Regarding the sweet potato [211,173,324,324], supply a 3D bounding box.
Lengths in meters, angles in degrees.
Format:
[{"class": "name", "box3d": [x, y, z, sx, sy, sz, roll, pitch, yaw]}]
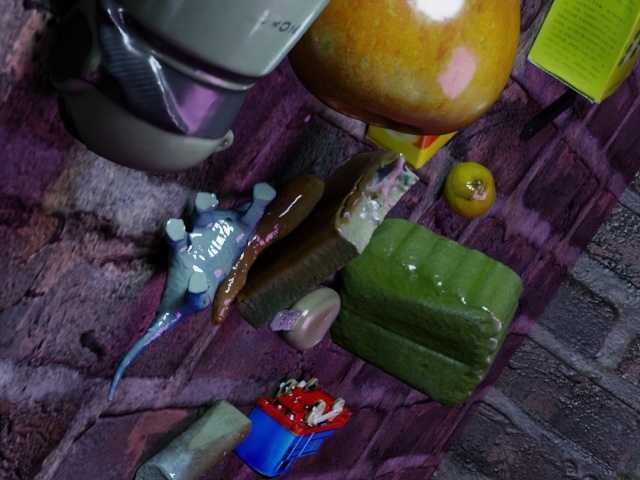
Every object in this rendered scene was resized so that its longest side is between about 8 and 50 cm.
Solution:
[{"class": "sweet potato", "box3d": [-0.067, 0.001, 1.693, 0.214, 0.050, 0.050, -51, 163, -21]}]

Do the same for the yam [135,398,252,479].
[{"class": "yam", "box3d": [-0.158, 0.268, 1.926, 0.169, 0.068, 0.068, -39, 157, -44]}]

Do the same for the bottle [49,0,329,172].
[{"class": "bottle", "box3d": [-0.070, -0.206, 1.119, 0.347, 0.168, 0.168, -56, 164, 18]}]

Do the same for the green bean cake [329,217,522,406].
[{"class": "green bean cake", "box3d": [0.141, 0.094, 2.125, 0.125, 0.248, 0.222, -56, 168, -42]}]

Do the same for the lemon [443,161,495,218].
[{"class": "lemon", "box3d": [0.226, -0.075, 2.304, 0.082, 0.082, 0.110, -52, 163, -12]}]

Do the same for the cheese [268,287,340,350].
[{"class": "cheese", "box3d": [-0.028, 0.106, 2.024, 0.097, 0.037, 0.192, -59, 164, 7]}]

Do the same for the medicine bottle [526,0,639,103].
[{"class": "medicine bottle", "box3d": [0.429, -0.350, 2.243, 0.137, 0.141, 0.250, -31, 151, -47]}]

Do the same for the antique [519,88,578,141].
[{"class": "antique", "box3d": [0.394, -0.217, 2.604, 0.192, 0.015, 0.031, -37, 154, -47]}]

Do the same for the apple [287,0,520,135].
[{"class": "apple", "box3d": [0.078, -0.212, 1.429, 0.237, 0.237, 0.207, 17, 89, -72]}]

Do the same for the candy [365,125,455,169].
[{"class": "candy", "box3d": [0.144, -0.225, 1.784, 0.146, 0.088, 0.276, -46, 161, -31]}]

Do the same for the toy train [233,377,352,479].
[{"class": "toy train", "box3d": [-0.039, 0.271, 2.232, 0.131, 0.083, 0.204, -58, 161, 9]}]

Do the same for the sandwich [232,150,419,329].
[{"class": "sandwich", "box3d": [0.000, 0.000, 1.720, 0.245, 0.063, 0.212, -51, -171, -5]}]

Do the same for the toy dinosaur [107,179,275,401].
[{"class": "toy dinosaur", "box3d": [-0.119, 0.011, 1.543, 0.329, 0.076, 0.144, -56, 174, -35]}]
